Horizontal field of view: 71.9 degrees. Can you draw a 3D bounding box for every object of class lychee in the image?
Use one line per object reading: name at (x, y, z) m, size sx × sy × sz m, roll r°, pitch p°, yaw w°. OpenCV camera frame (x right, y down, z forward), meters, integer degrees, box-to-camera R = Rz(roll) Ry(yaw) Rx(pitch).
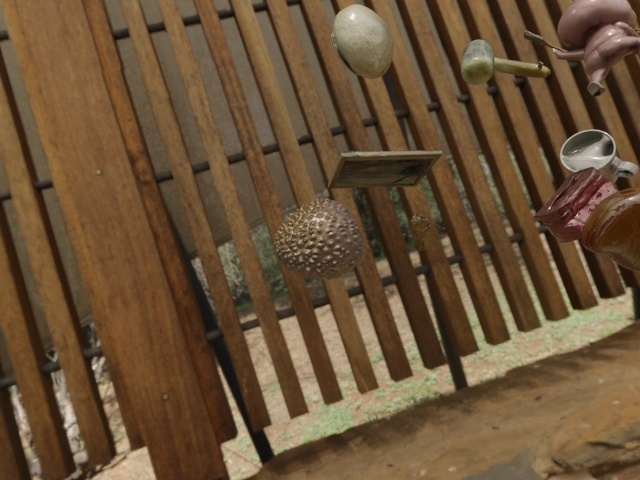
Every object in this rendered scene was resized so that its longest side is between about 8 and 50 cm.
lychee at (0.000, 0.000, 1.981) m, size 0.433 × 0.379 × 0.380 m, roll -14°, pitch -6°, yaw -29°

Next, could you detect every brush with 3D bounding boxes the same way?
brush at (0.696, -0.594, 1.341) m, size 0.014 × 0.170 × 0.043 m, roll -59°, pitch -19°, yaw 16°

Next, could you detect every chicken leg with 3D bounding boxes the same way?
chicken leg at (0.390, -0.025, 1.727) m, size 0.085 × 0.069 × 0.197 m, roll -45°, pitch -38°, yaw -23°

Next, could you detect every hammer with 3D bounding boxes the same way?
hammer at (0.654, -0.614, 1.560) m, size 0.306 × 0.201 × 0.113 m, roll 12°, pitch -40°, yaw 7°

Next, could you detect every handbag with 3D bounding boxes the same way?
handbag at (0.777, -0.110, 1.345) m, size 0.225 × 0.135 × 0.146 m, roll -46°, pitch -1°, yaw -5°

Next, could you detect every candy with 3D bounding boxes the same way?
candy at (0.172, -0.745, 1.646) m, size 0.185 × 0.295 × 0.296 m, roll -25°, pitch -8°, yaw 37°

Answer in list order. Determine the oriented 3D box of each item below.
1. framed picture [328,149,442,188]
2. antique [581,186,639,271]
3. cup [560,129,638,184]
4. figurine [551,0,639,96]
framed picture at (0.211, -0.239, 1.505) m, size 0.336 × 0.022 × 0.247 m, roll -3°, pitch -17°, yaw -10°
antique at (0.819, -0.028, 1.119) m, size 0.279 × 0.223 × 0.129 m, roll -6°, pitch 18°, yaw 11°
cup at (0.995, -0.262, 1.590) m, size 0.167 × 0.221 × 0.202 m, roll -39°, pitch -40°, yaw 22°
figurine at (0.734, -0.513, 1.143) m, size 0.187 × 0.287 × 0.176 m, roll 0°, pitch -31°, yaw -18°
